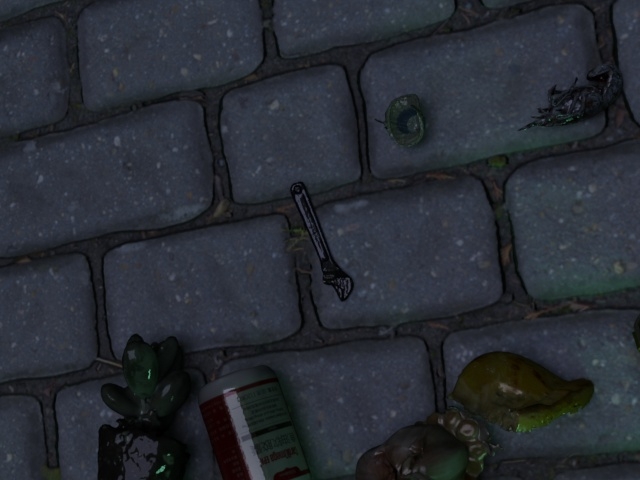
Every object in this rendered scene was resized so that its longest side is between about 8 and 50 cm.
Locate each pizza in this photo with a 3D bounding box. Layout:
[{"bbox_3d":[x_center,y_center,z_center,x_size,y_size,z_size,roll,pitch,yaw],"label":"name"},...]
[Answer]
[{"bbox_3d":[0.261,0.201,1.448,0.188,0.204,0.081,6,98,29],"label":"pizza"}]

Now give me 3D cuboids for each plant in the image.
[{"bbox_3d":[-0.281,0.289,1.692,0.149,0.146,0.275,4,85,3],"label":"plant"}]

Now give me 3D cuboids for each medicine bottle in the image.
[{"bbox_3d":[-0.094,0.326,1.613,0.131,0.131,0.250,-25,76,19],"label":"medicine bottle"}]

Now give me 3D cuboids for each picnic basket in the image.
[{"bbox_3d":[0.127,-0.183,1.593,0.065,0.083,0.083,-12,78,26],"label":"picnic basket"}]

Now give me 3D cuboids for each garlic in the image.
[{"bbox_3d":[0.173,0.319,1.475,0.207,0.257,0.207,7,64,-15],"label":"garlic"}]

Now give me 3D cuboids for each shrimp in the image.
[{"bbox_3d":[0.357,-0.199,1.515,0.165,0.056,0.065,-22,93,9],"label":"shrimp"}]

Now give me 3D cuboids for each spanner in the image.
[{"bbox_3d":[0.000,0.000,1.667,0.046,0.012,0.209,-27,75,18],"label":"spanner"}]

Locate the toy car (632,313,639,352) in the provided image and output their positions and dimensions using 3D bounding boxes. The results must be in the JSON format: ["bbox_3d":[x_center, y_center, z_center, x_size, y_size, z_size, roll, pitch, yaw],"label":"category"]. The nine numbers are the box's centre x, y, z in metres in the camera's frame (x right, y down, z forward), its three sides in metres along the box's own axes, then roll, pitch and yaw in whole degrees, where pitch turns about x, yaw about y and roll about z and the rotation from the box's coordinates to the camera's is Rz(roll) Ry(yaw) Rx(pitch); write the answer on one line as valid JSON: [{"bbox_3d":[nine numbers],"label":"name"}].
[{"bbox_3d":[0.555,0.121,1.356,0.247,0.204,0.198,-37,96,17],"label":"toy car"}]
